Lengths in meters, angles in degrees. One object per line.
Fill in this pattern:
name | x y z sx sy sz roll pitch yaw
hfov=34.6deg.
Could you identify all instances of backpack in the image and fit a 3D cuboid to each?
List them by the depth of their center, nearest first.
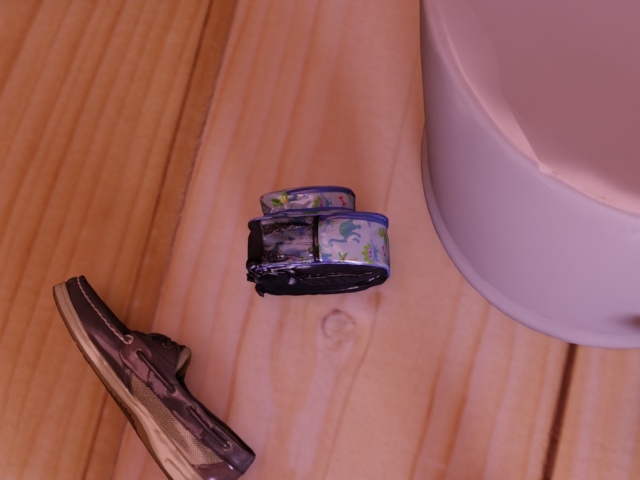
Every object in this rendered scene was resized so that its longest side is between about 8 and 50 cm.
backpack | 0.000 0.000 0.844 0.114 0.105 0.084 -1 79 2

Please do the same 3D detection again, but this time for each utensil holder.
utensil holder | 0.225 -0.105 0.691 0.328 0.385 0.327 -1 79 8

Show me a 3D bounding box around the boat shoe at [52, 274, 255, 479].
boat shoe | -0.137 0.114 0.856 0.073 0.080 0.223 -36 81 -6
